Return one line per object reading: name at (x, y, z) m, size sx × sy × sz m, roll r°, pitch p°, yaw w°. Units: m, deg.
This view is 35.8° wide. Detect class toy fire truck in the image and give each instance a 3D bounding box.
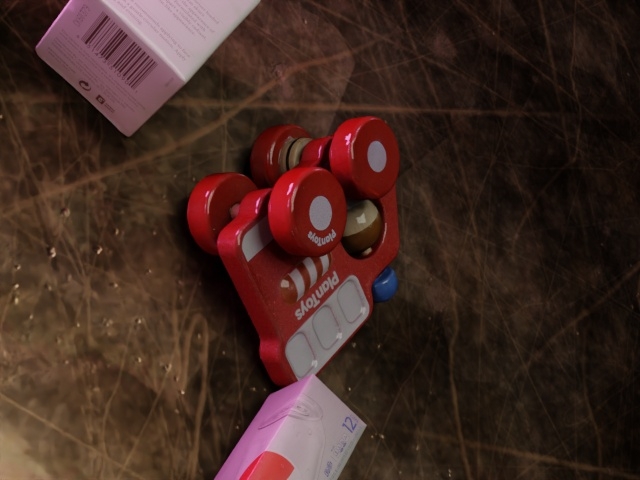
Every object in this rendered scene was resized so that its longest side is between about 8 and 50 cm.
toy fire truck at (0.000, 0.000, 1.204) m, size 0.302 × 0.169 × 0.254 m, roll -44°, pitch 122°, yaw -41°

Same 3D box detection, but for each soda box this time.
soda box at (-0.065, 0.280, 1.043) m, size 0.091 × 0.098 × 0.286 m, roll 45°, pitch 50°, yaw -11°

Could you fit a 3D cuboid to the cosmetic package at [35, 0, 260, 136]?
cosmetic package at (-0.199, -0.253, 1.155) m, size 0.151 × 0.151 × 0.184 m, roll 44°, pitch 50°, yaw -13°
